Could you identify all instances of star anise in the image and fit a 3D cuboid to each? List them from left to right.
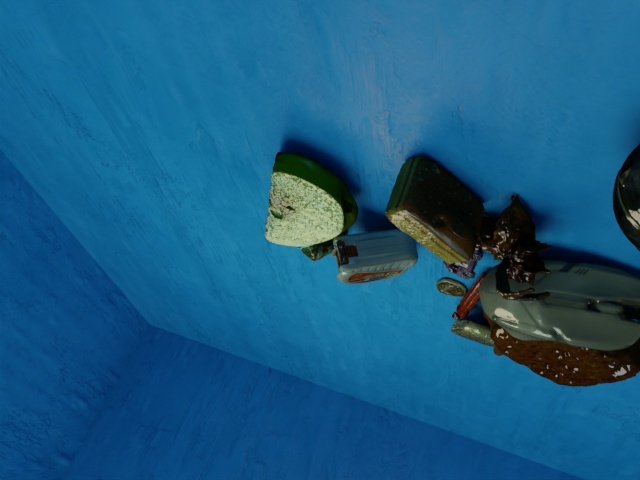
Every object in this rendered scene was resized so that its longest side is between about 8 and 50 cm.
[{"bbox_3d":[0.473,0.033,1.632,0.148,0.346,0.237,-8,128,-2],"label":"star anise"}]

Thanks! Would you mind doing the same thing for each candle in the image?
[{"bbox_3d":[0.476,0.170,2.091,0.048,0.051,0.329,21,153,5],"label":"candle"}]

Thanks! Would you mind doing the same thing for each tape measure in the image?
[{"bbox_3d":[0.147,0.043,1.978,0.243,0.125,0.246,-6,164,-13],"label":"tape measure"}]

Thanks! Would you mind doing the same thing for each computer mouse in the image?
[{"bbox_3d":[0.610,0.159,1.739,0.429,0.228,0.145,7,177,27],"label":"computer mouse"}]

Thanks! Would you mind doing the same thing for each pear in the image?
[{"bbox_3d":[-0.022,-0.115,1.866,0.292,0.159,0.292,11,134,11],"label":"pear"}]

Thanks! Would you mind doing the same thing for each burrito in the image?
[{"bbox_3d":[0.000,0.000,2.025,0.104,0.288,0.054,34,112,14],"label":"burrito"}]

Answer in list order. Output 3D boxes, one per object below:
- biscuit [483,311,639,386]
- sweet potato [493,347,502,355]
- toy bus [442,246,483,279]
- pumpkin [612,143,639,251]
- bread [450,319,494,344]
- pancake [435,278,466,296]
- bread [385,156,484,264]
[{"bbox_3d":[0.712,0.289,1.981,0.395,0.166,0.342,30,156,-12],"label":"biscuit"},{"bbox_3d":[0.647,0.363,2.298,0.058,0.055,0.202,53,156,7],"label":"sweet potato"},{"bbox_3d":[0.399,0.027,1.856,0.098,0.087,0.178,20,151,14],"label":"toy bus"},{"bbox_3d":[0.703,-0.074,1.225,0.323,0.241,0.323,20,151,11],"label":"pumpkin"},{"bbox_3d":[0.543,0.312,2.217,0.207,0.056,0.286,18,173,6],"label":"bread"},{"bbox_3d":[0.415,0.151,2.148,0.108,0.017,0.108,16,154,8],"label":"pancake"},{"bbox_3d":[0.286,-0.075,1.650,0.234,0.184,0.110,33,149,-19],"label":"bread"}]
